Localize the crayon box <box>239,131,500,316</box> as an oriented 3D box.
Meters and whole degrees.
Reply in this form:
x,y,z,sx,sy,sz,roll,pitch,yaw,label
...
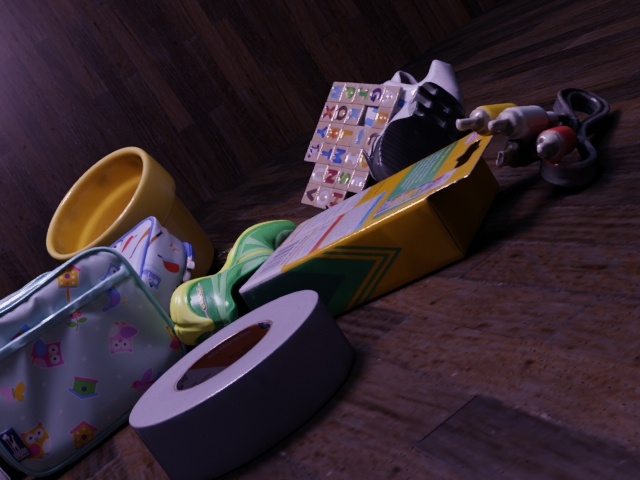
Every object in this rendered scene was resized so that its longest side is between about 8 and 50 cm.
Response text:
x,y,z,sx,sy,sz,roll,pitch,yaw,label
0.081,-0.012,1.147,0.323,0.083,0.203,-28,12,31,crayon box

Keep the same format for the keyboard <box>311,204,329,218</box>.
x,y,z,sx,sy,sz,roll,pitch,yaw,label
0.000,0.000,1.516,0.100,0.038,0.192,-56,11,3,keyboard

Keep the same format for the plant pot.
x,y,z,sx,sy,sz,roll,pitch,yaw,label
-0.335,-0.004,1.812,0.254,0.239,0.254,-27,38,24,plant pot

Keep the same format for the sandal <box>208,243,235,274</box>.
x,y,z,sx,sy,sz,roll,pitch,yaw,label
-0.213,0.041,1.909,0.180,0.049,0.072,-2,35,43,sandal

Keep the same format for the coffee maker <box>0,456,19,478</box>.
x,y,z,sx,sy,sz,roll,pitch,yaw,label
-0.481,0.263,1.368,0.171,0.120,0.178,-56,36,11,coffee maker

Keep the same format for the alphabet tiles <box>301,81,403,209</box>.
x,y,z,sx,sy,sz,roll,pitch,yaw,label
0.041,-0.168,1.727,0.198,0.009,0.237,17,85,53,alphabet tiles

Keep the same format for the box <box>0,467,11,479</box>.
x,y,z,sx,sy,sz,roll,pitch,yaw,label
-0.273,0.266,0.706,0.087,0.169,0.290,-36,12,-1,box

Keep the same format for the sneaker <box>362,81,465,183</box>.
x,y,z,sx,sy,sz,roll,pitch,yaw,label
0.129,-0.119,1.476,0.146,0.122,0.330,-48,3,30,sneaker

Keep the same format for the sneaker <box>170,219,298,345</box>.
x,y,z,sx,sy,sz,roll,pitch,yaw,label
-0.083,0.061,1.323,0.123,0.109,0.295,-1,24,27,sneaker

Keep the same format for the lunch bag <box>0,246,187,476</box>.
x,y,z,sx,sy,sz,roll,pitch,yaw,label
-0.331,0.150,1.246,0.279,0.224,0.108,-37,10,-23,lunch bag

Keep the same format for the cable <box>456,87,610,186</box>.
x,y,z,sx,sy,sz,roll,pitch,yaw,label
0.276,-0.132,1.081,0.139,0.072,0.287,26,35,31,cable

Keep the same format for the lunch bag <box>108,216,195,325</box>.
x,y,z,sx,sy,sz,roll,pitch,yaw,label
-0.318,0.106,1.490,0.303,0.115,0.243,-32,33,29,lunch bag

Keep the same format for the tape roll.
x,y,z,sx,sy,sz,roll,pitch,yaw,label
-0.076,0.139,0.951,0.219,0.072,0.219,-31,11,6,tape roll

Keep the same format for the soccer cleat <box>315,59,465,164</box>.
x,y,z,sx,sy,sz,roll,pitch,yaw,label
0.121,-0.218,1.755,0.331,0.143,0.116,-18,-18,40,soccer cleat
